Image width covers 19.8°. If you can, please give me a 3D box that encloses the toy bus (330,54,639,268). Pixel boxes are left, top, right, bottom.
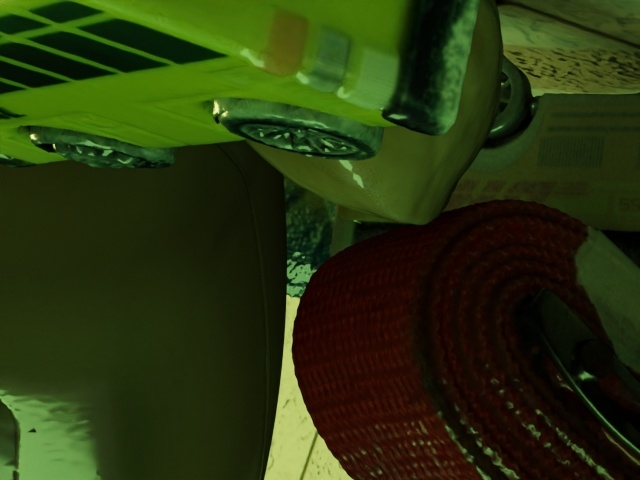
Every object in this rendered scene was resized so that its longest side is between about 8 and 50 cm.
[{"bbox_3d":[0.158,-0.013,0.864,0.343,0.138,0.097,6,172,40],"label":"toy bus"}]

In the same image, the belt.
[{"bbox_3d":[0.094,0.070,0.774,0.201,0.128,0.124,42,153,-16],"label":"belt"}]

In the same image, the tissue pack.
[{"bbox_3d":[-0.158,0.082,0.938,0.267,0.387,0.277,10,-144,2],"label":"tissue pack"}]

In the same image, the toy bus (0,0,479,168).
[{"bbox_3d":[-0.075,-0.097,0.542,0.150,0.128,0.262,16,170,-33],"label":"toy bus"}]

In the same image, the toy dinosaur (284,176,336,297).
[{"bbox_3d":[-0.002,-0.012,1.117,0.363,0.147,0.076,11,173,-13],"label":"toy dinosaur"}]

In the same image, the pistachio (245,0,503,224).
[{"bbox_3d":[0.023,-0.066,0.717,0.108,0.126,0.185,-23,174,16],"label":"pistachio"}]
